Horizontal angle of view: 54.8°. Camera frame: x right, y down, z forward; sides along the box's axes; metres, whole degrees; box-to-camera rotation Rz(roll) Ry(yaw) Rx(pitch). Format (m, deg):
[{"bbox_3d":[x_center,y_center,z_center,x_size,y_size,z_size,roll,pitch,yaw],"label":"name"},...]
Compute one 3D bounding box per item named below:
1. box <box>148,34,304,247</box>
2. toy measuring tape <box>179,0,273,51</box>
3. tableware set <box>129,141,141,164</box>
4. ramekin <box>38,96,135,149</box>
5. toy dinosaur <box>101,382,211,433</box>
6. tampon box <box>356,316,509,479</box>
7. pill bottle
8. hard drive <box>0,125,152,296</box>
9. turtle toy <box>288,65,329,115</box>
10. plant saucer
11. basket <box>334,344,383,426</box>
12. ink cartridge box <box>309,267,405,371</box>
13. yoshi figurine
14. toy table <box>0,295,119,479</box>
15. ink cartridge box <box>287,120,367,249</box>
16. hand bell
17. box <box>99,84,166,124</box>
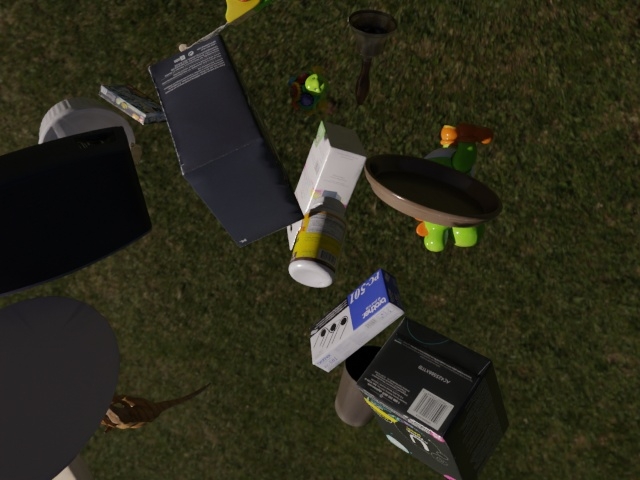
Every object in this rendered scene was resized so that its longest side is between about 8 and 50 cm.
[{"bbox_3d":[-0.201,-0.211,1.390,0.178,0.313,0.343,-23,152,2],"label":"box"},{"bbox_3d":[-0.244,-0.614,1.597,0.330,0.121,0.121,-29,114,11],"label":"toy measuring tape"},{"bbox_3d":[-0.564,-0.198,1.768,0.020,0.141,0.169,18,109,13],"label":"tableware set"},{"bbox_3d":[-0.708,-0.303,1.849,0.272,0.127,0.273,-21,136,-22],"label":"ramekin"},{"bbox_3d":[-0.257,0.249,0.898,0.112,0.211,0.064,0,86,16],"label":"toy dinosaur"},{"bbox_3d":[0.134,0.191,0.716,0.120,0.101,0.161,24,153,38],"label":"tampon box"},{"bbox_3d":[0.000,0.000,1.542,0.117,0.215,0.117,11,151,7],"label":"pill bottle"},{"bbox_3d":[-0.340,-0.029,0.769,0.054,0.254,0.172,35,141,44],"label":"hard drive"},{"bbox_3d":[-0.024,-0.317,1.295,0.130,0.066,0.095,-4,95,55],"label":"turtle toy"},{"bbox_3d":[0.214,-0.096,1.200,0.277,0.278,0.041,17,116,3],"label":"plant saucer"},{"bbox_3d":[0.133,0.438,1.824,0.204,0.154,0.227,9,134,-15],"label":"basket"},{"bbox_3d":[0.065,0.154,1.186,0.046,0.097,0.207,34,117,-28],"label":"ink cartridge box"},{"bbox_3d":[0.400,-0.136,1.737,0.203,0.203,0.362,15,93,33],"label":"yoshi figurine"},{"bbox_3d":[-0.356,0.202,0.702,0.252,0.274,0.161,39,121,-1],"label":"toy table"},{"bbox_3d":[0.009,-0.148,1.841,0.119,0.207,0.354,14,119,-16],"label":"ink cartridge box"},{"bbox_3d":[0.122,-0.461,1.620,0.126,0.126,0.242,12,136,6],"label":"hand bell"},{"bbox_3d":[-0.420,-0.311,1.407,0.137,0.094,0.027,34,116,14],"label":"box"}]
